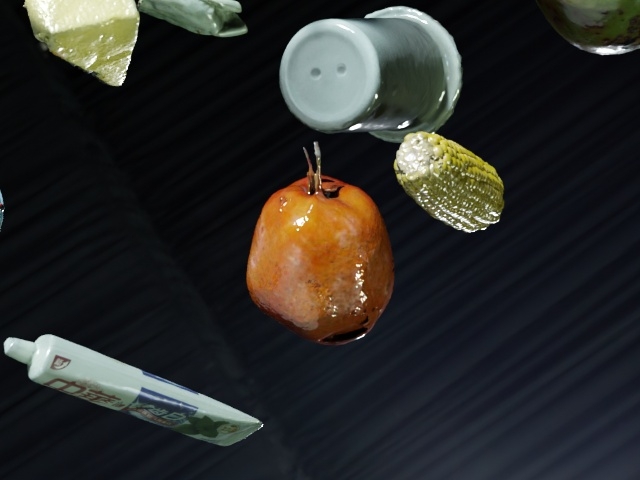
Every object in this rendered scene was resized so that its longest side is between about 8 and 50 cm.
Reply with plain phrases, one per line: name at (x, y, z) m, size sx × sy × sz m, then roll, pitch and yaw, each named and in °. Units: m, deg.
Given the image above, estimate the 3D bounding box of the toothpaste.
toothpaste at (-0.151, 0.124, 0.945) m, size 0.233 × 0.060 × 0.038 m, roll 26°, pitch 51°, yaw -31°

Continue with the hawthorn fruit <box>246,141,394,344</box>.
hawthorn fruit at (0.000, 0.000, 1.608) m, size 0.211 × 0.211 × 0.299 m, roll -126°, pitch -150°, yaw -50°

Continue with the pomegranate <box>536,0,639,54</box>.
pomegranate at (0.332, -0.295, 1.196) m, size 0.202 × 0.248 × 0.202 m, roll -1°, pitch 90°, yaw -70°

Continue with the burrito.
burrito at (-0.126, -0.231, 1.156) m, size 0.118 × 0.044 × 0.074 m, roll 19°, pitch -11°, yaw -20°

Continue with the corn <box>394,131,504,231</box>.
corn at (0.215, -0.096, 1.917) m, size 0.130 × 0.130 × 0.347 m, roll 56°, pitch 14°, yaw 27°

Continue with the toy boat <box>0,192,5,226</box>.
toy boat at (-0.441, 0.003, 1.474) m, size 0.059 × 0.069 × 0.173 m, roll 32°, pitch 67°, yaw -69°

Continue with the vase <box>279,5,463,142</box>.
vase at (0.079, -0.269, 1.920) m, size 0.245 × 0.245 × 0.291 m, roll 57°, pitch 27°, yaw 6°

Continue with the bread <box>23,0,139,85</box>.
bread at (-0.436, -0.419, 2.057) m, size 0.236 × 0.198 × 0.263 m, roll 115°, pitch -38°, yaw -68°
